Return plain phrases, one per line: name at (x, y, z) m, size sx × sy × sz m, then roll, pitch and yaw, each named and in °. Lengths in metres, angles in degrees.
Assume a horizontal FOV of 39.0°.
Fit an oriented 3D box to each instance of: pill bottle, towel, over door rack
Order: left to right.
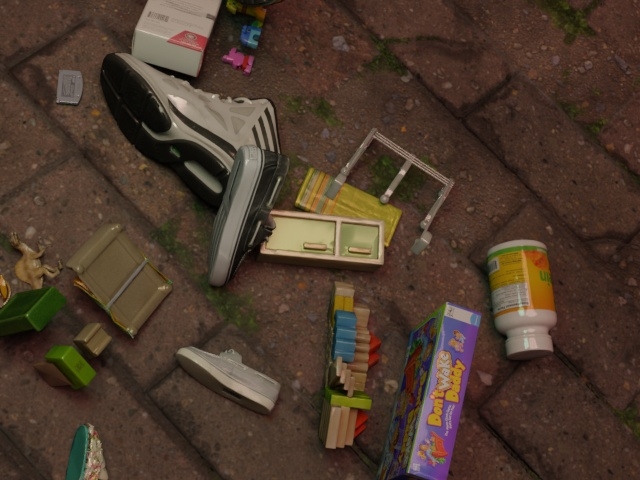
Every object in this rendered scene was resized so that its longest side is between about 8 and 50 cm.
towel at (0.063, -0.073, 2.056) m, size 0.237 × 0.021 × 0.102 m, roll 25°, pitch 72°, yaw -4°
over door rack at (0.151, -0.104, 1.994) m, size 0.239 × 0.108 × 0.324 m, roll 33°, pitch 34°, yaw 0°
pill bottle at (0.448, 0.134, 1.998) m, size 0.136 × 0.136 × 0.246 m, roll 1°, pitch 69°, yaw -12°

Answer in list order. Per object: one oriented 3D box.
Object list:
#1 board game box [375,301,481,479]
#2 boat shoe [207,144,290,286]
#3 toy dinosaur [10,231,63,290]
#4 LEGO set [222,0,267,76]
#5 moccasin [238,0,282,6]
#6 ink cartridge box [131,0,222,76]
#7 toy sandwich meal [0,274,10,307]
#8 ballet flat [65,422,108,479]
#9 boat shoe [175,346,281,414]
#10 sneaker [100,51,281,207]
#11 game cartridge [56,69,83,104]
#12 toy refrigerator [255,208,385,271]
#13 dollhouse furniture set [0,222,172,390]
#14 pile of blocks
board game box at (0.215, 0.323, 1.820) m, size 0.078 × 0.233 × 0.347 m, roll 19°, pitch 66°, yaw -6°
boat shoe at (-0.146, -0.036, 1.845) m, size 0.119 × 0.335 × 0.121 m, roll 10°, pitch 35°, yaw -19°
toy dinosaur at (-0.578, 0.064, 1.849) m, size 0.092 × 0.053 × 0.183 m, roll -18°, pitch 87°, yaw 0°
LEGO set at (-0.183, -0.515, 2.131) m, size 0.093 × 0.087 × 0.227 m, roll 15°, pitch 66°, yaw -7°
moccasin at (-0.158, -0.611, 2.063) m, size 0.147 × 0.380 × 0.139 m, roll -12°, pitch 112°, yaw -26°
ink cartridge box at (-0.324, -0.490, 2.055) m, size 0.158 × 0.092 × 0.218 m, roll 16°, pitch 50°, yaw -7°
toy sandwich meal at (-0.665, 0.100, 1.817) m, size 0.085 × 0.029 × 0.085 m, roll 4°, pitch 69°, yaw -11°
ballet flat at (-0.445, 0.471, 1.709) m, size 0.077 × 0.091 × 0.241 m, roll 22°, pitch 67°, yaw -37°
boat shoe at (-0.185, 0.269, 1.843) m, size 0.227 × 0.079 × 0.081 m, roll 31°, pitch 57°, yaw -5°
sneaker at (-0.270, -0.277, 2.012) m, size 0.447 × 0.169 × 0.257 m, roll 44°, pitch 47°, yaw 12°
game cartridge at (-0.559, -0.341, 2.018) m, size 0.056 × 0.017 × 0.083 m, roll 2°, pitch 69°, yaw -8°
toy refrigerator at (0.000, 0.000, 1.963) m, size 0.269 × 0.094 × 0.102 m, roll 6°, pitch 76°, yaw -10°
dollhouse furniture set at (-0.475, 0.130, 1.818) m, size 0.197 × 0.151 × 0.301 m, roll 54°, pitch 47°, yaw -22°
pile of blocks at (0.073, 0.254, 1.861) m, size 0.112 × 0.149 × 0.362 m, roll 8°, pitch 67°, yaw -9°
